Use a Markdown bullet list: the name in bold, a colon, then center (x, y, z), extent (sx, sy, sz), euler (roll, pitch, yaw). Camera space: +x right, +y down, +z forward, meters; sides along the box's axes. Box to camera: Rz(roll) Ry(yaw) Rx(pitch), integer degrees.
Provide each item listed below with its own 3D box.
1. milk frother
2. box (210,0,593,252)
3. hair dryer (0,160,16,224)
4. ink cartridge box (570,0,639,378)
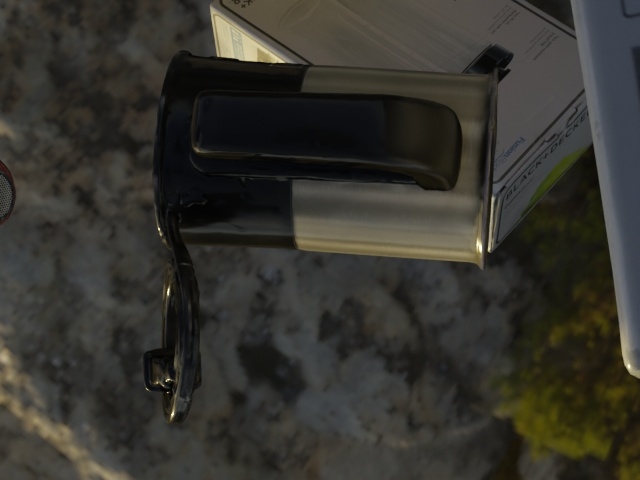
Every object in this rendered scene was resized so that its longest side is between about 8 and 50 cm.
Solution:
- **milk frother**: center (0.000, 0.000, 0.664), extent (0.135, 0.129, 0.143), euler (4, 102, 8)
- **box**: center (0.074, -0.140, 1.315), extent (0.290, 0.169, 0.087), euler (34, 155, 21)
- **hair dryer**: center (-0.371, -0.032, 1.387), extent (0.224, 0.293, 0.080), euler (-2, 103, -1)
- **ink cartridge box**: center (0.114, -0.089, 0.522), extent (0.060, 0.239, 0.275), euler (-10, 80, 16)
